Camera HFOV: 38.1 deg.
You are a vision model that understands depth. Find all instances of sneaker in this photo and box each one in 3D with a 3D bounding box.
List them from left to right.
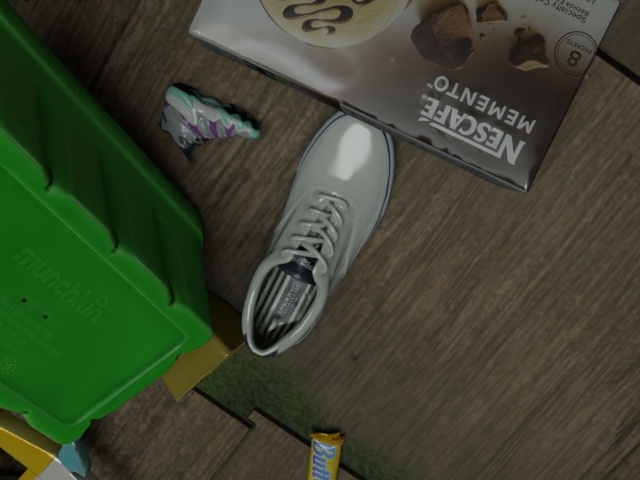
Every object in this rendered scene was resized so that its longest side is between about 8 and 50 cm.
[{"bbox_3d":[-0.109,-0.100,0.878,0.098,0.038,0.069,27,112,9],"label":"sneaker"},{"bbox_3d":[0.000,0.000,0.865,0.094,0.091,0.258,21,108,1],"label":"sneaker"}]

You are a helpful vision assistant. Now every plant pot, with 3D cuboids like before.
[{"bbox_3d":[-0.129,0.094,0.924,0.081,0.081,0.083,-42,88,19],"label":"plant pot"}]

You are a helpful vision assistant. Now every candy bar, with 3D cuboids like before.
[{"bbox_3d":[-0.002,0.273,0.998,0.040,0.018,0.161,9,110,5],"label":"candy bar"}]

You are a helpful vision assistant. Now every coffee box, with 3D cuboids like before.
[{"bbox_3d":[0.066,-0.176,0.765,0.297,0.119,0.168,26,95,-1],"label":"coffee box"}]

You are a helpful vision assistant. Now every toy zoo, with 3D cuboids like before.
[{"bbox_3d":[-0.343,0.300,0.994,0.192,0.030,0.293,39,109,-6],"label":"toy zoo"}]

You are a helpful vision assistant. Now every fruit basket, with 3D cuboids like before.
[{"bbox_3d":[-0.305,-0.039,0.814,0.283,0.392,0.392,-37,101,0],"label":"fruit basket"}]

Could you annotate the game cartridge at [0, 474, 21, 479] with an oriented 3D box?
[{"bbox_3d":[-0.388,0.405,1.080,0.198,0.062,0.297,-1,108,4],"label":"game cartridge"}]
